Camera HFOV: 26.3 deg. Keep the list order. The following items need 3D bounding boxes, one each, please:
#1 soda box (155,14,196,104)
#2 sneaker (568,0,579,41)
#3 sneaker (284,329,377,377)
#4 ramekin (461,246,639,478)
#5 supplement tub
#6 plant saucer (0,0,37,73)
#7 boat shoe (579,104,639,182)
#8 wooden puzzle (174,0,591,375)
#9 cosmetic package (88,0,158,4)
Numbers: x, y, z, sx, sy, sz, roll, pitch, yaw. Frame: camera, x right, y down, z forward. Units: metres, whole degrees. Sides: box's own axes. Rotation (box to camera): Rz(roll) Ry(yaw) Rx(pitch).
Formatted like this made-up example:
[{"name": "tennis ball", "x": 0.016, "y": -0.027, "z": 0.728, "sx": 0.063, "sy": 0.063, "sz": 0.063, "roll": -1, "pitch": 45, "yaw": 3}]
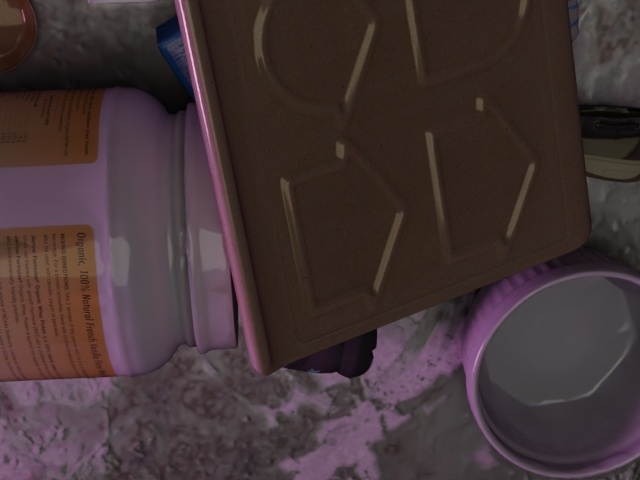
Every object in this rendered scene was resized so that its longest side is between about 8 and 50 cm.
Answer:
[{"name": "soda box", "x": -0.030, "y": -0.195, "z": 1.120, "sx": 0.210, "sy": 0.071, "sz": 0.067, "roll": -30, "pitch": 112, "yaw": 4}, {"name": "sneaker", "x": 0.098, "y": -0.182, "z": 1.145, "sx": 0.237, "sy": 0.085, "sz": 0.086, "roll": -12, "pitch": 91, "yaw": -4}, {"name": "sneaker", "x": 0.000, "y": 0.000, "z": 1.185, "sx": 0.106, "sy": 0.101, "sz": 0.267, "roll": 1, "pitch": 110, "yaw": -6}, {"name": "ramekin", "x": 0.226, "y": 0.102, "z": 1.253, "sx": 0.207, "sy": 0.109, "sz": 0.207, "roll": -3, "pitch": 111, "yaw": -8}, {"name": "supplement tub", "x": -0.225, "y": -0.004, "z": 1.068, "sx": 0.316, "sy": 0.228, "sz": 0.228, "roll": -2, "pitch": 111, "yaw": -2}, {"name": "plant saucer", "x": -0.274, "y": -0.177, "z": 1.121, "sx": 0.083, "sy": 0.015, "sz": 0.083, "roll": -3, "pitch": 111, "yaw": -7}, {"name": "boat shoe", "x": 0.187, "y": -0.105, "z": 1.188, "sx": 0.223, "sy": 0.080, "sz": 0.073, "roll": 10, "pitch": 103, "yaw": -18}, {"name": "wooden puzzle", "x": 0.053, "y": -0.102, "z": 1.042, "sx": 0.348, "sy": 0.080, "sz": 0.322, "roll": -22, "pitch": 114, "yaw": -28}, {"name": "cosmetic package", "x": -0.159, "y": -0.308, "z": 1.044, "sx": 0.060, "sy": 0.099, "sz": 0.239, "roll": -4, "pitch": 111, "yaw": -7}]
